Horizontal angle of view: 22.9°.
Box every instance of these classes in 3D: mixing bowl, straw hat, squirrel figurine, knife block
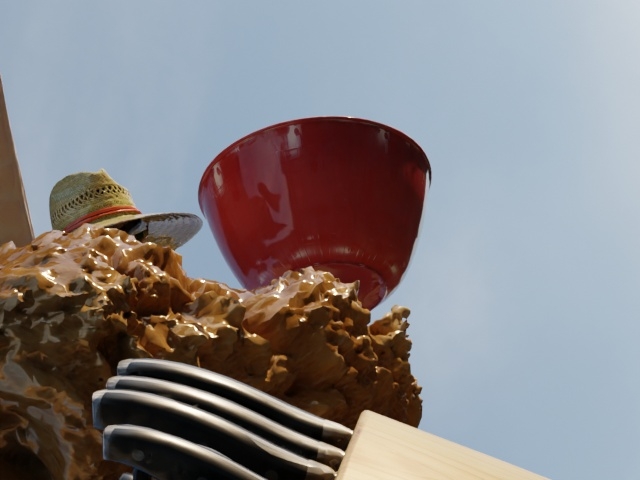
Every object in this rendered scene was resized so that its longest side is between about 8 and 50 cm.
[{"bbox_3d":[0.000,0.000,1.183,0.181,0.181,0.098,45,-148,-50],"label":"mixing bowl"},{"bbox_3d":[-0.156,-0.016,1.081,0.144,0.144,0.061,1,-115,-56],"label":"straw hat"},{"bbox_3d":[-0.098,0.194,0.928,0.397,0.370,0.281,-51,9,22],"label":"squirrel figurine"},{"bbox_3d":[0.039,0.131,0.658,0.275,0.242,0.088,3,-64,-39],"label":"knife block"}]

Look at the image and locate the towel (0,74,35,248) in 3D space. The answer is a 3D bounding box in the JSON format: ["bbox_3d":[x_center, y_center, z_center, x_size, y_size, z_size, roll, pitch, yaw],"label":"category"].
[{"bbox_3d":[-0.358,0.031,1.173,0.331,0.053,0.317,-20,-72,-41],"label":"towel"}]
